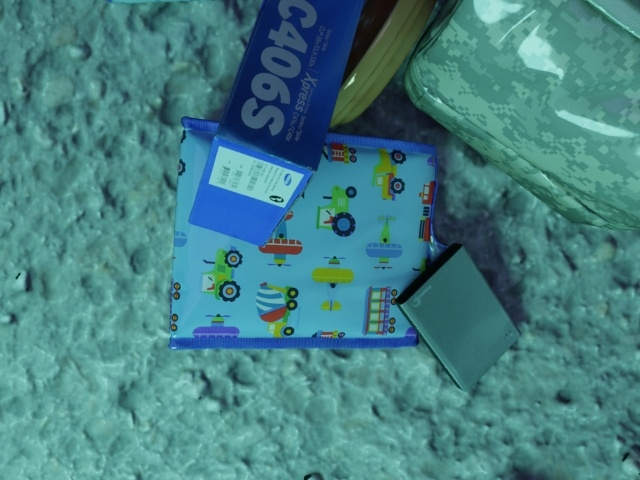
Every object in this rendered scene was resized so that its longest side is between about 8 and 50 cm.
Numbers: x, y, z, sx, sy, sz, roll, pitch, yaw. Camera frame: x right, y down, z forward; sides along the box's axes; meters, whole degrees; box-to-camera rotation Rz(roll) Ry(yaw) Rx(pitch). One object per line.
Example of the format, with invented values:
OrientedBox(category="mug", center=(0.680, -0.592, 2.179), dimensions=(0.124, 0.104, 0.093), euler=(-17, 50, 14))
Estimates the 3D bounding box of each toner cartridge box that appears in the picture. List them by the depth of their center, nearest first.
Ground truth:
OrientedBox(category="toner cartridge box", center=(-0.019, -0.182, 0.537), dimensions=(0.075, 0.165, 0.348), euler=(20, 67, -12))

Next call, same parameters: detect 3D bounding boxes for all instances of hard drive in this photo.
OrientedBox(category="hard drive", center=(0.149, 0.083, 0.661), dimensions=(0.094, 0.022, 0.135), euler=(-42, 111, -12))

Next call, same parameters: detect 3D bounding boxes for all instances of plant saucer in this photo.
OrientedBox(category="plant saucer", center=(0.053, -0.190, 0.596), dimensions=(0.037, 0.200, 0.200), euler=(31, 95, -15))

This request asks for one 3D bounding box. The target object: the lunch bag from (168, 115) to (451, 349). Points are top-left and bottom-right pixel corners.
OrientedBox(category="lunch bag", center=(0.000, 0.000, 0.654), dimensions=(0.293, 0.138, 0.221), euler=(4, 92, -6))

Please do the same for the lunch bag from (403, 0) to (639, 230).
OrientedBox(category="lunch bag", center=(0.247, -0.154, 0.554), dimensions=(0.305, 0.256, 0.212), euler=(38, 95, 0))

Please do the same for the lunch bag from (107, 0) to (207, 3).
OrientedBox(category="lunch bag", center=(-0.183, -0.304, 0.620), dimensions=(0.129, 0.151, 0.096), euler=(-2, 94, 4))
